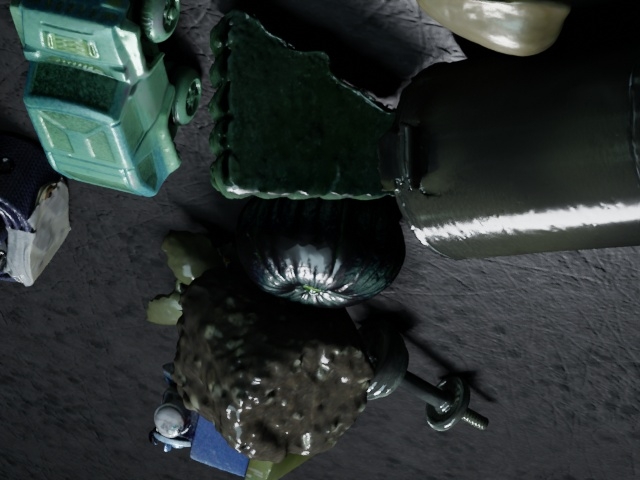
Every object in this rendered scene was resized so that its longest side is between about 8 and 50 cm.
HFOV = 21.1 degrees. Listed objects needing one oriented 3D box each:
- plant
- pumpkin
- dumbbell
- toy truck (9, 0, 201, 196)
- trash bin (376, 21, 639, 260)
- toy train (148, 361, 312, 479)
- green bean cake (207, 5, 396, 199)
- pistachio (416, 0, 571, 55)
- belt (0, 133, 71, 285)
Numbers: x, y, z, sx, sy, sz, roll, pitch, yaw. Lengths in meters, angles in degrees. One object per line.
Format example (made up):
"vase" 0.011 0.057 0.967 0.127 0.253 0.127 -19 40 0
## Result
"plant" -0.088 0.112 2.148 0.213 0.312 0.215 -9 128 -27
"pumpkin" 0.000 0.000 1.976 0.202 0.140 0.202 8 161 3
"dumbbell" 0.127 0.192 2.263 0.254 0.110 0.110 31 151 -28
"toy truck" -0.227 -0.171 1.817 0.155 0.156 0.279 14 152 14
"trash bin" 0.239 -0.088 1.597 0.301 0.203 0.252 -7 174 42
"toy train" -0.098 0.229 2.338 0.202 0.131 0.299 16 -167 19
"green bean cake" -0.013 -0.134 1.765 0.208 0.193 0.107 2 173 -12
"pistachio" 0.152 -0.221 1.522 0.149 0.113 0.113 11 150 17
"belt" -0.406 -0.030 2.213 0.139 0.126 0.230 23 150 2
